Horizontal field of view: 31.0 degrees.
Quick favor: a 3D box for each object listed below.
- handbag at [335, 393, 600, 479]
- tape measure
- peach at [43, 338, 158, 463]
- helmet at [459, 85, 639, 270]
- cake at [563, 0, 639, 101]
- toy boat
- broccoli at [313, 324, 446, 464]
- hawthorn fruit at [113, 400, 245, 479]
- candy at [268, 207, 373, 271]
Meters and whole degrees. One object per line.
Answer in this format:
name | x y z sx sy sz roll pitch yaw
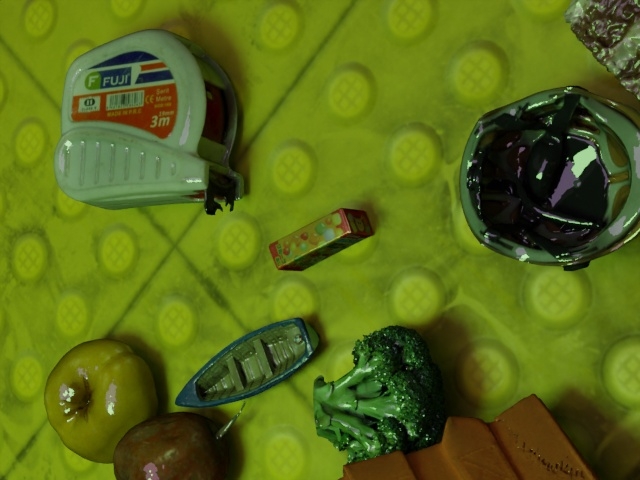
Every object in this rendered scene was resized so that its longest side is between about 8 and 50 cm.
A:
handbag | 0.105 0.348 1.176 0.410 0.116 0.303 -19 41 -10
tape measure | -0.234 -0.154 1.597 0.258 0.130 0.265 -3 79 29
peach | -0.307 0.221 1.621 0.179 0.103 0.179 -1 89 32
helmet | 0.269 -0.065 1.271 0.224 0.130 0.198 -3 88 22
cake | 0.353 -0.232 1.231 0.135 0.134 0.147 -45 71 19
toy boat | -0.098 0.171 1.527 0.229 0.046 0.080 -31 71 26
broccoli | 0.069 0.191 1.362 0.156 0.195 0.195 -7 81 -1
hawthorn fruit | -0.178 0.299 1.527 0.189 0.149 0.149 -10 79 -1
candy | 0.000 0.000 1.472 0.122 0.062 0.038 -27 74 27
